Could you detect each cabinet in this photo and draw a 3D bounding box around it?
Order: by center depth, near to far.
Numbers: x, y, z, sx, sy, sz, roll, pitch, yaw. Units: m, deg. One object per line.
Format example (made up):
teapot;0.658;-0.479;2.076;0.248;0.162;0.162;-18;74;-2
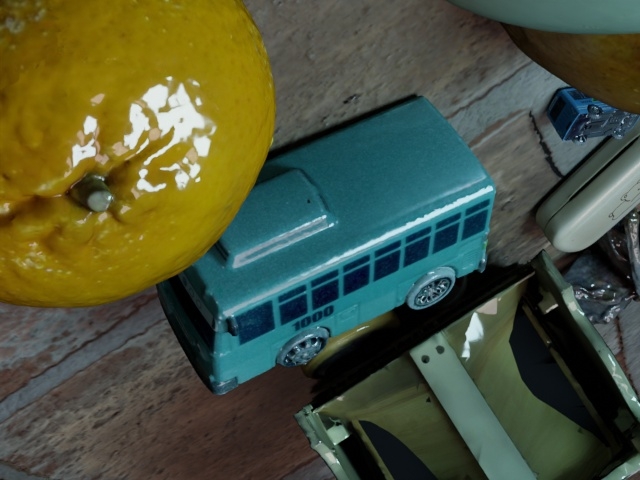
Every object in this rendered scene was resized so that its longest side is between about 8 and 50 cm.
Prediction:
cabinet;0.156;0.182;1.072;0.290;0.227;0.318;-32;173;2

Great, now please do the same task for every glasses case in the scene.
glasses case;0.305;-0.066;1.116;0.083;0.050;0.196;6;134;-50

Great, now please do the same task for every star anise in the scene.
star anise;0.354;0.029;1.266;0.209;0.089;0.231;-50;158;17

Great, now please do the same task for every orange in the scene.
orange;-0.131;-0.065;0.591;0.219;0.193;0.219;-7;144;-5

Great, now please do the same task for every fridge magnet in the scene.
fridge magnet;0.022;0.090;1.079;0.143;0.063;0.143;-25;161;-10

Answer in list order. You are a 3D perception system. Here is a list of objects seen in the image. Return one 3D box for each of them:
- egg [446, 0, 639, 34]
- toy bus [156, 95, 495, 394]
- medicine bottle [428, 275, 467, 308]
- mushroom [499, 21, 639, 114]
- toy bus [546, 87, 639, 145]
egg;0.161;-0.236;0.470;0.276;0.276;0.389;-5;168;-38
toy bus;0.000;0.000;0.863;0.256;0.128;0.147;-24;148;-16
medicine bottle;0.102;0.028;1.065;0.058;0.058;0.091;-36;150;10
mushroom;0.276;-0.210;0.771;0.301;0.208;0.233;-38;-168;-8
toy bus;0.250;-0.117;0.993;0.083;0.046;0.038;-10;144;-28
